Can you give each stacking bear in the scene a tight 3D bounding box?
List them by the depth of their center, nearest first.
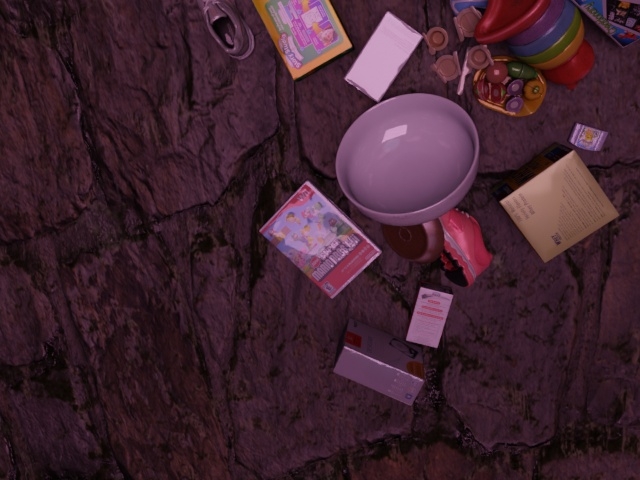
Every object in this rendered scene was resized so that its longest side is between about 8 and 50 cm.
[{"bbox_3d":[0.500,-0.448,1.190,0.288,0.164,0.176,25,78,-36],"label":"stacking bear"}]

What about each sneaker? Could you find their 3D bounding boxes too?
[{"bbox_3d":[0.414,-0.573,1.238,0.237,0.085,0.086,-11,132,7],"label":"sneaker"},{"bbox_3d":[-0.251,-0.566,1.299,0.099,0.121,0.263,-30,101,14],"label":"sneaker"},{"bbox_3d":[0.338,-0.039,1.412,0.136,0.116,0.314,-31,93,-19],"label":"sneaker"}]

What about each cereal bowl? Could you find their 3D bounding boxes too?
[{"bbox_3d":[0.215,-0.177,1.297,0.338,0.141,0.339,-10,61,19],"label":"cereal bowl"}]

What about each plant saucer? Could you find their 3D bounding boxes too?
[{"bbox_3d":[0.226,-0.022,1.389,0.198,0.036,0.199,30,136,34],"label":"plant saucer"}]

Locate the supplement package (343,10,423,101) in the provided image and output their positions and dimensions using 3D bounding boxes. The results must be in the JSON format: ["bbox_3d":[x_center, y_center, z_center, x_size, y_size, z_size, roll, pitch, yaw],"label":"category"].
[{"bbox_3d":[0.150,-0.437,1.295,0.105,0.105,0.179,34,108,-4],"label":"supplement package"}]

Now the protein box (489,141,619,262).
[{"bbox_3d":[0.568,-0.096,1.330,0.201,0.136,0.200,-37,100,16],"label":"protein box"}]

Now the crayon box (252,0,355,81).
[{"bbox_3d":[-0.054,-0.549,1.299,0.165,0.081,0.279,-25,103,15],"label":"crayon box"}]

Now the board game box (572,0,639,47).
[{"bbox_3d":[0.642,-0.517,1.093,0.192,0.305,0.053,-25,62,44],"label":"board game box"}]

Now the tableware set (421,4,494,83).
[{"bbox_3d":[0.324,-0.456,1.271,0.168,0.020,0.141,-14,115,40],"label":"tableware set"}]

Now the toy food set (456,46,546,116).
[{"bbox_3d":[0.439,-0.374,1.293,0.217,0.071,0.128,18,109,2],"label":"toy food set"}]

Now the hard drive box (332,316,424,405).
[{"bbox_3d":[0.162,0.330,1.494,0.232,0.181,0.089,22,109,-1],"label":"hard drive box"}]

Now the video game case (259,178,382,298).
[{"bbox_3d":[0.000,0.000,1.494,0.285,0.025,0.204,43,108,-6],"label":"video game case"}]

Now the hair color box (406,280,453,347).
[{"bbox_3d":[0.302,0.206,1.503,0.092,0.053,0.168,14,110,4],"label":"hair color box"}]

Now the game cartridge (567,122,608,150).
[{"bbox_3d":[0.659,-0.253,1.332,0.083,0.017,0.056,17,112,2],"label":"game cartridge"}]
